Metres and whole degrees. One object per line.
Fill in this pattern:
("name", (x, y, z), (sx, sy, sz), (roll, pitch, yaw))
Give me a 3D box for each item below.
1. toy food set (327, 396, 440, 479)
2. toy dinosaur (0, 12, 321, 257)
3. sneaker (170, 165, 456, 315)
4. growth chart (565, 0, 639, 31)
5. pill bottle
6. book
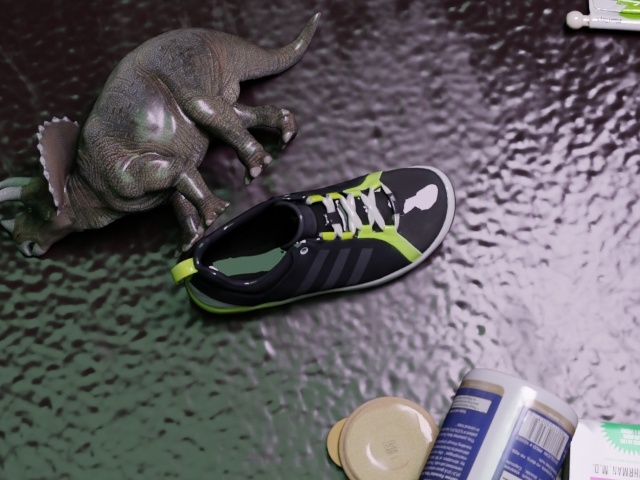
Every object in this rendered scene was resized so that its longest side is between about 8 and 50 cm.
("toy food set", (0.053, 0.162, 1.295), (0.083, 0.020, 0.082), (-34, 76, -11))
("toy dinosaur", (-0.116, -0.094, 1.323), (0.160, 0.121, 0.313), (42, 81, -2))
("sneaker", (0.000, 0.000, 1.304), (0.235, 0.097, 0.084), (-22, 75, -7))
("growth chart", (0.264, -0.278, 1.434), (0.172, 0.021, 0.237), (-2, 72, 0))
("pill bottle", (0.119, 0.189, 1.249), (0.094, 0.094, 0.169), (24, 74, 7))
("book", (0.232, 0.213, 1.278), (0.096, 0.035, 0.144), (6, 71, -2))
